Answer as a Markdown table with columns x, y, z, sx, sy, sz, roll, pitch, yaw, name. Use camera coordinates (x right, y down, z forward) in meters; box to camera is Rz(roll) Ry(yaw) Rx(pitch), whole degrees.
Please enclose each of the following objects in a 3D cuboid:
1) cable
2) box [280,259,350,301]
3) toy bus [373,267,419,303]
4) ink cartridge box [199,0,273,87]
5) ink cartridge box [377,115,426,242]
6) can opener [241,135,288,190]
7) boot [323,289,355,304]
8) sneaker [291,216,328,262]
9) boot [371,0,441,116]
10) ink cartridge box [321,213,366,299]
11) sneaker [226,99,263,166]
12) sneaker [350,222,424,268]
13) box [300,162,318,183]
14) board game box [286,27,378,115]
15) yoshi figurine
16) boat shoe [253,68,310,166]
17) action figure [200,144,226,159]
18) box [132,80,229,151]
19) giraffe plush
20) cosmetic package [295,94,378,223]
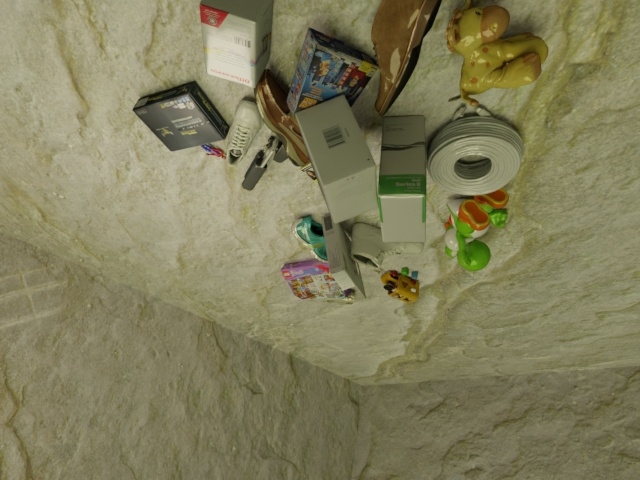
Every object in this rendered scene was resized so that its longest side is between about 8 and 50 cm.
| x | y | z | sx | sy | sz | roll | pitch | yaw | name |
| --- | --- | --- | --- | --- | --- | --- | --- | --- | --- |
| 0.431 | -0.230 | 1.160 | 0.256 | 0.089 | 0.257 | 21 | 148 | -13 | cable |
| -0.025 | 0.190 | 1.962 | 0.293 | 0.057 | 0.201 | -9 | 117 | 32 | box |
| 0.351 | 0.215 | 1.889 | 0.201 | 0.105 | 0.191 | -3 | 145 | 23 | toy bus |
| -0.189 | -0.474 | 0.956 | 0.128 | 0.128 | 0.176 | 17 | 148 | -1 | ink cartridge box |
| 0.230 | -0.169 | 1.142 | 0.121 | 0.290 | 0.211 | 0 | 147 | 14 | ink cartridge box |
| -0.184 | -0.248 | 1.372 | 0.093 | 0.074 | 0.280 | 26 | 147 | -22 | can opener |
| 0.095 | 0.262 | 2.089 | 0.164 | 0.077 | 0.213 | 7 | 149 | 6 | boot |
| 0.000 | 0.000 | 1.683 | 0.109 | 0.107 | 0.275 | -23 | 134 | 32 | sneaker |
| 0.166 | -0.429 | 0.950 | 0.115 | 0.112 | 0.305 | 27 | 143 | 8 | boot |
| 0.089 | 0.068 | 1.587 | 0.060 | 0.275 | 0.239 | -20 | 139 | 13 | ink cartridge box |
| -0.236 | -0.320 | 1.258 | 0.090 | 0.095 | 0.235 | 21 | 146 | -9 | sneaker |
| 0.254 | 0.047 | 1.597 | 0.292 | 0.169 | 0.108 | 12 | 147 | -2 | sneaker |
| 0.047 | -0.202 | 1.375 | 0.087 | 0.058 | 0.232 | -21 | 136 | 41 | box |
| 0.010 | -0.388 | 1.015 | 0.194 | 0.060 | 0.194 | 2 | 143 | -38 | board game box |
| 0.522 | -0.015 | 1.380 | 0.203 | 0.203 | 0.362 | 0 | 153 | 4 | yoshi figurine |
| -0.072 | -0.341 | 1.156 | 0.119 | 0.123 | 0.324 | -9 | 149 | 19 | boat shoe |
| -0.371 | -0.305 | 1.397 | 0.115 | 0.030 | 0.038 | 25 | 142 | -22 | action figure |
| -0.426 | -0.373 | 1.275 | 0.232 | 0.059 | 0.183 | -4 | 146 | 25 | box |
| 0.337 | -0.404 | 0.853 | 0.210 | 0.182 | 0.171 | -23 | 124 | 21 | giraffe plush |
| 0.047 | -0.202 | 1.076 | 0.138 | 0.224 | 0.225 | -21 | 157 | 3 | cosmetic package |
